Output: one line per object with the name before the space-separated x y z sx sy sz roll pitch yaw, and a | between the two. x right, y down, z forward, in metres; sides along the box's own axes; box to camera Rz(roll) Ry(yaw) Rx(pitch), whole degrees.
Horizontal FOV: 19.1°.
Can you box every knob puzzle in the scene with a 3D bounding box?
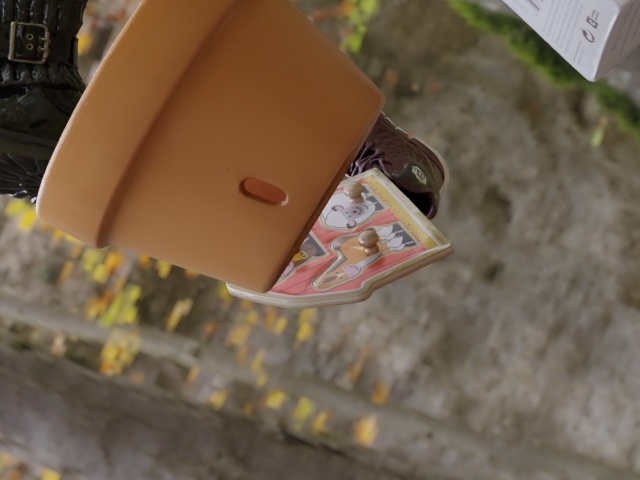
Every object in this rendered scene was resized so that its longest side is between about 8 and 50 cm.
knob puzzle | 0.000 0.000 1.767 0.213 0.213 0.030 -46 -46 -36

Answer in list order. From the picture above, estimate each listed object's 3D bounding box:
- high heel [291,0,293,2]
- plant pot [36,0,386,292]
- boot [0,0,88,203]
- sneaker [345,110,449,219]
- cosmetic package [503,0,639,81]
high heel | -0.071 -0.292 2.195 0.186 0.093 0.261 109 165 -82
plant pot | -0.079 -0.091 1.615 0.291 0.203 0.291 -59 -2 -3
boot | -0.274 -0.173 2.117 0.131 0.348 0.260 132 149 -60
sneaker | 0.048 -0.117 2.438 0.106 0.281 0.162 -56 11 23
cosmetic package | 0.274 -0.279 1.757 0.183 0.151 0.151 -40 -15 -16
